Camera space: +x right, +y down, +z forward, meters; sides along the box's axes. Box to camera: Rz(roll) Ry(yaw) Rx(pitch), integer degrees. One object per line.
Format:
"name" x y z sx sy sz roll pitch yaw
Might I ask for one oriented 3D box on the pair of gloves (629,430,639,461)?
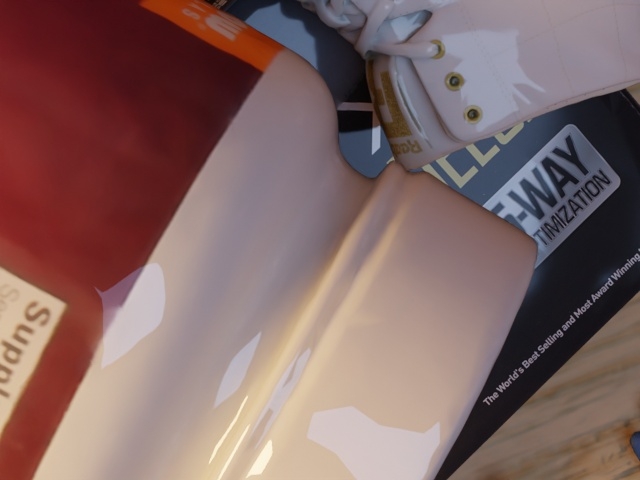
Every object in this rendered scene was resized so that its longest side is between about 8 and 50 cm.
"pair of gloves" 0.258 0.115 1.017 0.198 0.023 0.159 -37 107 -6

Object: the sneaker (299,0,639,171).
"sneaker" 0.010 -0.110 0.776 0.292 0.108 0.169 -6 96 -13

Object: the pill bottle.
"pill bottle" -0.133 -0.014 0.703 0.392 0.224 0.224 29 93 0

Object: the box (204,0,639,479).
"box" 0.000 0.000 0.891 0.307 0.076 0.242 -44 108 -3
